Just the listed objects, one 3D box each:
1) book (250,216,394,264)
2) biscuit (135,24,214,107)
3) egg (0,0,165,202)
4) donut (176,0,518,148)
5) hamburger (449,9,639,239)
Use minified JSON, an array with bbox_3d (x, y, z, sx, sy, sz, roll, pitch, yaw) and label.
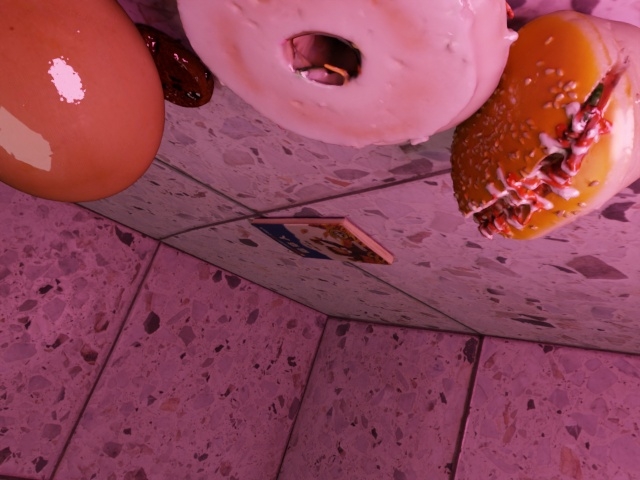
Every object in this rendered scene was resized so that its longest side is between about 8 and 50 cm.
[{"bbox_3d":[0.000,0.000,1.514,0.427,0.039,0.300,2,157,44],"label":"book"},{"bbox_3d":[-0.282,-0.314,0.812,0.191,0.050,0.192,25,165,7],"label":"biscuit"},{"bbox_3d":[-0.396,-0.233,0.653,0.300,0.301,0.374,12,134,20],"label":"egg"},{"bbox_3d":[0.022,-0.254,0.506,0.382,0.143,0.383,16,163,5],"label":"donut"},{"bbox_3d":[0.256,-0.125,0.534,0.151,0.227,0.295,-12,164,-5],"label":"hamburger"}]
